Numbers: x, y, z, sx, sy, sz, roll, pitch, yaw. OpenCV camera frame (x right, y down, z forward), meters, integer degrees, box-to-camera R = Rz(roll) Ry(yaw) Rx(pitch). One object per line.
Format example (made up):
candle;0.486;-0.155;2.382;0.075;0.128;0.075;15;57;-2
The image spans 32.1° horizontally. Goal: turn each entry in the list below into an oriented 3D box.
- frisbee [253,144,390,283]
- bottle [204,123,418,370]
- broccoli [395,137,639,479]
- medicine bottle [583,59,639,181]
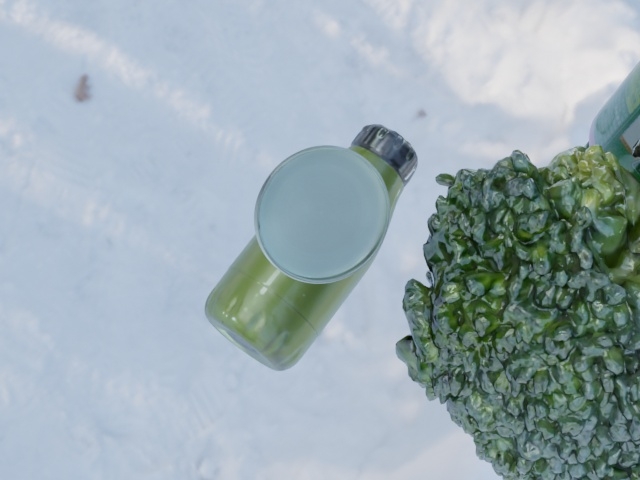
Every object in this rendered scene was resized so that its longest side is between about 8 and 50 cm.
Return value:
frisbee;0.002;-0.020;0.861;0.110;0.014;0.110;-4;105;-15
bottle;0.000;0.000;1.105;0.112;0.112;0.260;41;76;-18
broccoli;0.231;0.067;0.900;0.334;0.324;0.272;14;66;15
medicine bottle;0.333;-0.113;1.012;0.134;0.274;0.133;7;62;-12
